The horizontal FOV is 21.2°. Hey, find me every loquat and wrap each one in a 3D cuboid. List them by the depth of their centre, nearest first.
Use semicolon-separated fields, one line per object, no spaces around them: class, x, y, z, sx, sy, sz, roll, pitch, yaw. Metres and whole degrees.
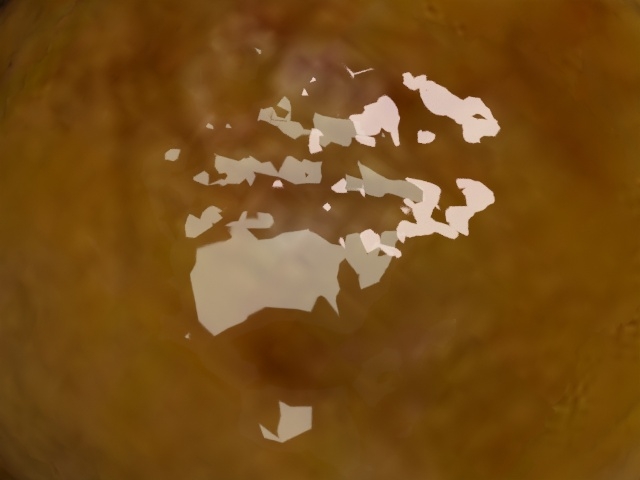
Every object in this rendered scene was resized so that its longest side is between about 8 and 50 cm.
loquat;0.000;0.000;0.464;0.238;0.193;0.238;3;104;11
